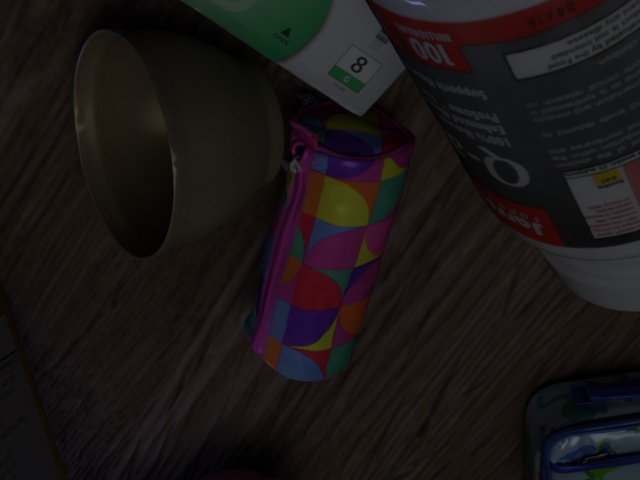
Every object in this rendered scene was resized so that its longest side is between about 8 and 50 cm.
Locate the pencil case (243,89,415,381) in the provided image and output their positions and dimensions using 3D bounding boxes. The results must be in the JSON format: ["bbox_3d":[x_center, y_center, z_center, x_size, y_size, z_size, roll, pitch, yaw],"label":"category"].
[{"bbox_3d":[0.000,0.000,0.977,0.104,0.104,0.236,4,125,-10],"label":"pencil case"}]

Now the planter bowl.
[{"bbox_3d":[-0.095,-0.076,0.888,0.109,0.162,0.162,-14,132,-32],"label":"planter bowl"}]

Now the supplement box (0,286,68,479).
[{"bbox_3d":[-0.306,0.239,0.960,0.195,0.194,0.357,-17,94,6],"label":"supplement box"}]

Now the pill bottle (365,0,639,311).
[{"bbox_3d":[0.176,-0.116,0.823,0.210,0.210,0.363,-26,136,12],"label":"pill bottle"}]

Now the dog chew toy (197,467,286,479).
[{"bbox_3d":[-0.145,0.337,1.153,0.332,0.207,0.206,-42,121,12],"label":"dog chew toy"}]

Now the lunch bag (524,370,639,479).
[{"bbox_3d":[0.302,0.203,1.171,0.219,0.090,0.176,-7,124,-3],"label":"lunch bag"}]

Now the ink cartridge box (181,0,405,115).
[{"bbox_3d":[0.028,-0.216,0.851,0.181,0.056,0.225,30,118,-26],"label":"ink cartridge box"}]
